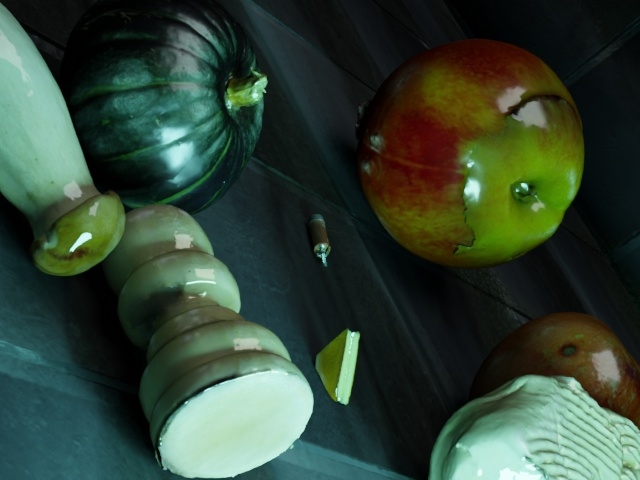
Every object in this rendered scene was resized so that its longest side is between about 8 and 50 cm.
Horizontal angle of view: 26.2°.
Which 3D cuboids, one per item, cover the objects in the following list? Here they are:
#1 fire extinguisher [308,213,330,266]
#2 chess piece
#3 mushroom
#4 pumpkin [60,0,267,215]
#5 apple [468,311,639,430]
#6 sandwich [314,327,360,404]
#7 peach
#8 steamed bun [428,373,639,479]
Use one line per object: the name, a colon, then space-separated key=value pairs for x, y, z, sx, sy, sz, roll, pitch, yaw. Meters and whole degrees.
fire extinguisher: x=0.000 y=0.000 z=1.777 sx=0.083 sy=0.022 sz=0.028 roll=-103 pitch=179 yaw=-52
chess piece: x=-0.118 y=0.070 z=1.211 sx=0.143 sy=0.143 sz=0.261 roll=30 pitch=24 yaw=-48
mushroom: x=-0.292 y=-0.122 z=1.169 sx=0.350 sy=0.128 sz=0.128 roll=54 pitch=18 yaw=-6
pumpkin: x=-0.150 y=-0.145 z=1.411 sx=0.250 sy=0.216 sz=0.249 roll=13 pitch=76 yaw=-62
apple: x=0.316 y=0.204 z=1.760 sx=0.253 sy=0.253 sz=0.253 roll=44 pitch=20 yaw=-20
sandwich: x=0.016 y=0.138 z=1.528 sx=0.031 sy=0.044 sz=0.083 roll=18 pitch=80 yaw=-52
peach: x=0.209 y=-0.134 z=2.060 sx=0.370 sy=0.370 sz=0.370 roll=44 pitch=20 yaw=-20
steamed bun: x=0.245 y=0.295 z=1.518 sx=0.320 sy=0.206 sz=0.275 roll=46 pitch=34 yaw=-17
